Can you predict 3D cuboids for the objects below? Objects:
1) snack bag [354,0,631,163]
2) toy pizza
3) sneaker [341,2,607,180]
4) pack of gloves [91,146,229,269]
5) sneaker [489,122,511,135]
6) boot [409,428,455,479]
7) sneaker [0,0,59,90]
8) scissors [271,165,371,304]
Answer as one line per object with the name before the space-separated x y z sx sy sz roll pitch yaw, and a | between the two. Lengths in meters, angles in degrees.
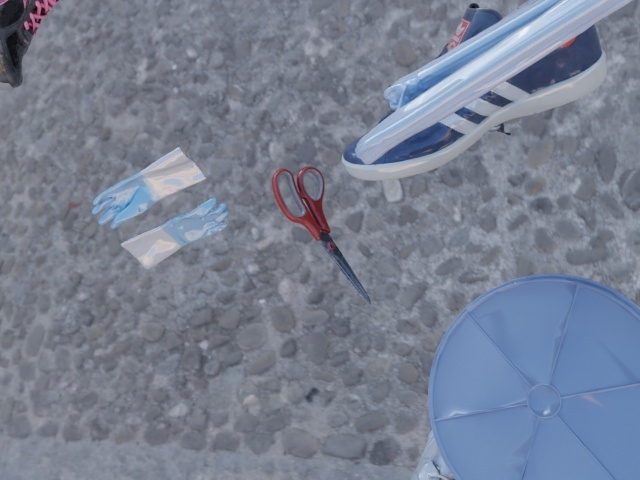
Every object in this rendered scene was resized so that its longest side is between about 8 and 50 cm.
snack bag | 0.180 -0.179 0.514 0.323 0.342 0.037 -30 98 29
toy pizza | 0.181 0.127 0.553 0.201 0.032 0.201 -9 74 33
sneaker | 0.171 -0.202 0.871 0.350 0.148 0.131 -27 30 3
pack of gloves | -0.302 -0.044 1.330 0.232 0.195 0.046 -27 35 15
sneaker | 0.267 -0.188 1.035 0.098 0.038 0.069 -34 91 24
boot | 0.167 0.361 0.977 0.095 0.123 0.258 25 108 0
sneaker | -0.174 -0.147 0.412 0.057 0.047 0.119 0 85 -11
scissors | 0.000 0.000 1.285 0.021 0.109 0.297 -16 96 57
